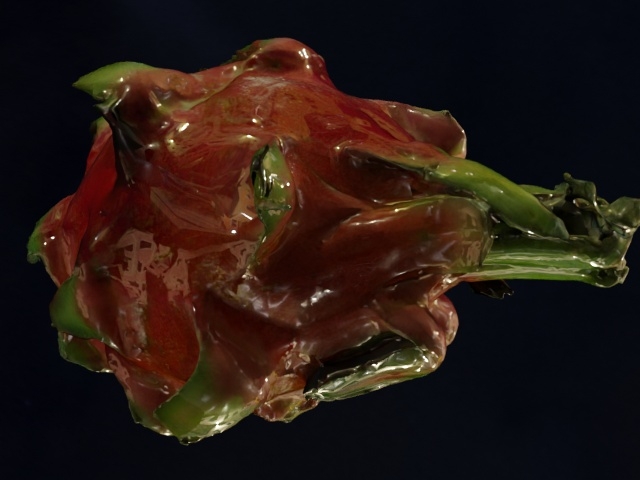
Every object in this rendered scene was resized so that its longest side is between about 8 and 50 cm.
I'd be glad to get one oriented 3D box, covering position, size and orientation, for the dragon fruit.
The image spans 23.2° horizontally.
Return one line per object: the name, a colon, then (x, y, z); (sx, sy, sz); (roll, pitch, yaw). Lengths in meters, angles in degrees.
dragon fruit: (-0.003, -0.001, 0.543); (0.137, 0.236, 0.135); (-19, -73, -45)
